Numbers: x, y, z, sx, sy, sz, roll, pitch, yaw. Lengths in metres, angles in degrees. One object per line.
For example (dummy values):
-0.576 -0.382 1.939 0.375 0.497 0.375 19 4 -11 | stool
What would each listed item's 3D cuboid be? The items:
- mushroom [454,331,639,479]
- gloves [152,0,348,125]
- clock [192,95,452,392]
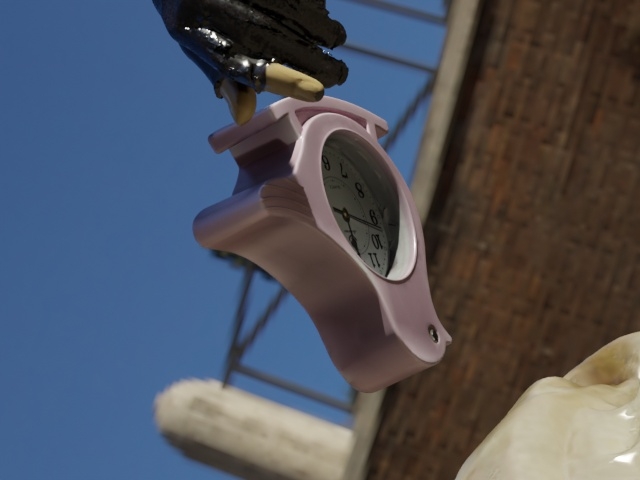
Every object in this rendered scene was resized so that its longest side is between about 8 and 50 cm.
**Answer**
0.194 0.090 0.764 0.292 0.292 0.290 -38 -47 -54 | mushroom
-0.058 -0.171 1.397 0.129 0.181 0.106 -46 -36 5 | gloves
0.000 0.000 1.659 0.290 0.080 0.275 5 -116 -57 | clock
